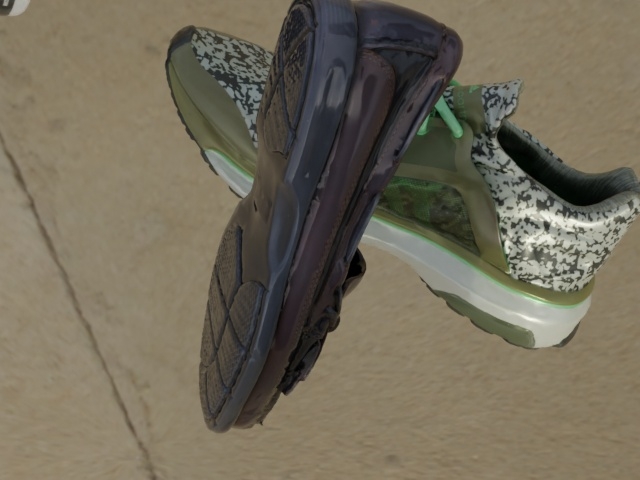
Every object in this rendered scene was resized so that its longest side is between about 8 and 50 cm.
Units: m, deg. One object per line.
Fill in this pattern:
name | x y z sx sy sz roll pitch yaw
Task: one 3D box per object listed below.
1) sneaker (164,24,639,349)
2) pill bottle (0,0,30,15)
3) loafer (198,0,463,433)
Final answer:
sneaker | 0.079 -0.084 1.016 0.410 0.182 0.158 27 37 -13
pill bottle | -0.349 -0.247 1.065 0.209 0.119 0.119 -3 81 -26
loafer | 0.000 0.000 0.752 0.095 0.302 0.109 5 36 -18
